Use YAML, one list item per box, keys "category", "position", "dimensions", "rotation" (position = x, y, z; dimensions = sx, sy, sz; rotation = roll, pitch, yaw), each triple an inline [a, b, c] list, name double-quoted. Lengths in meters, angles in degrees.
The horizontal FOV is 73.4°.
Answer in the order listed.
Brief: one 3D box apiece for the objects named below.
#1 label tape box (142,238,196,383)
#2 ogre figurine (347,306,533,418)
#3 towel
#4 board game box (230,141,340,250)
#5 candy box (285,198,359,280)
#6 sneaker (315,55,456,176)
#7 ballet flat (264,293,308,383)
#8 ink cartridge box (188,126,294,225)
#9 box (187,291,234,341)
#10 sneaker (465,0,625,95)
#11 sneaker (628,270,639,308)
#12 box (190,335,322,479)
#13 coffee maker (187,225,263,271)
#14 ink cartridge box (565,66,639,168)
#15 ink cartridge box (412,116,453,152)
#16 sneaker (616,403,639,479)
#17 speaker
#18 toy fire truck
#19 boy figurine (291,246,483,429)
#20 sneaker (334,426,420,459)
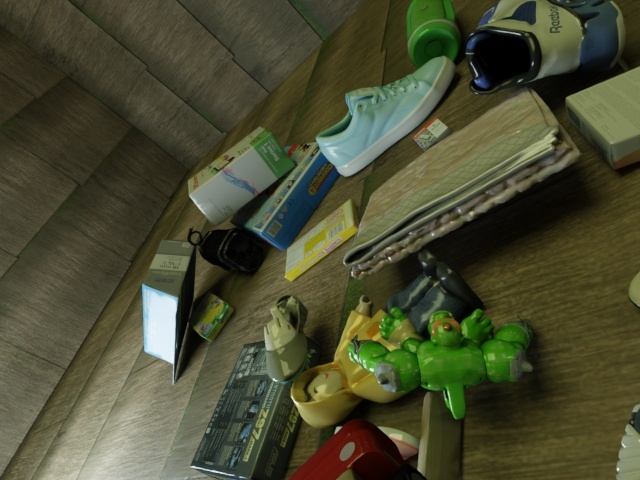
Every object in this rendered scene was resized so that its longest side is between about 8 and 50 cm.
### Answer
- category: "label tape box"
  position: [-0.422, 0.183, 1.183]
  dimensions: [0.333, 0.106, 0.240]
  rotation: [-101, 20, -59]
- category: "ogre figurine"
  position: [0.130, 0.117, 0.444]
  dimensions: [0.118, 0.197, 0.096]
  rotation: [-40, -39, -83]
- category: "towel"
  position: [0.195, -0.099, 0.668]
  dimensions: [0.332, 0.053, 0.317]
  rotation: [-33, 13, 29]
- category: "board game box"
  position: [-0.100, -0.136, 1.235]
  dimensions: [0.308, 0.086, 0.302]
  rotation: [-55, 26, -9]
- category: "candy box"
  position: [0.000, 0.000, 0.964]
  dimensions: [0.206, 0.027, 0.105]
  rotation: [-38, 26, 24]
- category: "sneaker"
  position: [0.141, -0.314, 1.011]
  dimensions: [0.366, 0.150, 0.135]
  rotation: [-42, 28, 17]
- category: "ballet flat"
  position: [-0.060, 0.142, 0.673]
  dimensions: [0.072, 0.068, 0.213]
  rotation: [-30, 12, 7]
- category: "ink cartridge box"
  position: [-0.234, -0.190, 1.226]
  dimensions: [0.278, 0.117, 0.201]
  rotation: [-38, 26, -2]
- category: "box"
  position: [-0.291, 0.202, 1.146]
  dimensions: [0.105, 0.043, 0.179]
  rotation: [-57, 24, -13]
- category: "sneaker"
  position: [0.311, -0.336, 0.718]
  dimensions: [0.183, 0.127, 0.315]
  rotation: [-15, 31, -1]
- category: "sneaker"
  position: [0.338, -0.003, 0.373]
  dimensions: [0.161, 0.075, 0.057]
  rotation: [-40, 28, 21]
- category: "box"
  position: [-0.105, 0.280, 0.726]
  dimensions: [0.184, 0.059, 0.232]
  rotation: [-23, 36, 44]
- category: "coffee maker"
  position: [-0.268, 0.024, 1.196]
  dimensions: [0.178, 0.171, 0.120]
  rotation: [-3, 79, 60]
- category: "ink cartridge box"
  position: [0.422, -0.170, 0.525]
  dimensions: [0.180, 0.045, 0.145]
  rotation: [-18, 36, 19]
- category: "ink cartridge box"
  position: [0.227, -0.220, 0.889]
  dimensions: [0.063, 0.029, 0.115]
  rotation: [-42, 27, 18]
- category: "sneaker"
  position: [0.292, 0.129, 0.250]
  dimensions: [0.235, 0.094, 0.153]
  rotation: [-49, 15, -20]
- category: "speaker"
  position: [0.288, -0.546, 1.113]
  dimensions: [0.131, 0.131, 0.296]
  rotation: [-32, 31, 34]
- category: "toy fire truck"
  position: [0.080, 0.221, 0.364]
  dimensions: [0.158, 0.217, 0.246]
  rotation: [-44, 10, 0]
- category: "boy figurine"
  position: [0.076, 0.140, 0.590]
  dimensions: [0.285, 0.092, 0.177]
  rotation: [-44, 29, 7]
- category: "sneaker"
  position: [0.060, 0.259, 0.503]
  dimensions: [0.134, 0.051, 0.070]
  rotation: [-26, 37, 47]
